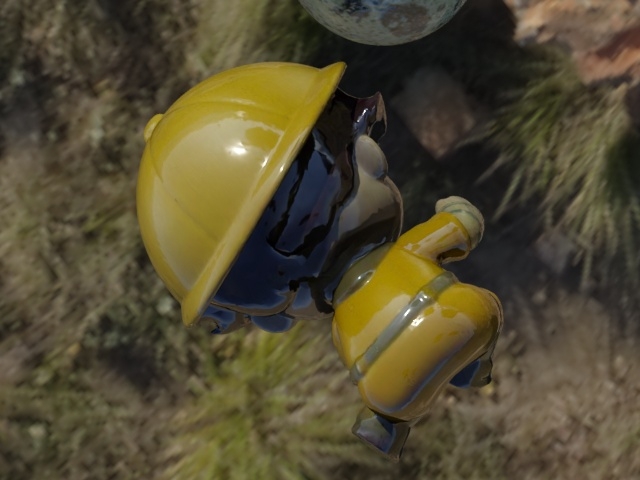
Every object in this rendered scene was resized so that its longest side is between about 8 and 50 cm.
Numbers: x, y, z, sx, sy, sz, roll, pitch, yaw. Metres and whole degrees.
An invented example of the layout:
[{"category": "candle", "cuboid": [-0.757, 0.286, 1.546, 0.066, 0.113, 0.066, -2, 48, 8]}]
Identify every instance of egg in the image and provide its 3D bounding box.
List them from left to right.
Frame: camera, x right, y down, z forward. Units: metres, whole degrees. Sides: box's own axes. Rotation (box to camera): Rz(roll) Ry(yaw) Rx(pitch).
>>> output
[{"category": "egg", "cuboid": [0.037, -0.197, 1.125, 0.132, 0.172, 0.132, -1, 87, 21]}]

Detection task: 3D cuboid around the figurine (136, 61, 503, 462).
[{"category": "figurine", "cuboid": [-0.002, -0.001, 1.047, 0.257, 0.167, 0.192, 39, 95, 25]}]
